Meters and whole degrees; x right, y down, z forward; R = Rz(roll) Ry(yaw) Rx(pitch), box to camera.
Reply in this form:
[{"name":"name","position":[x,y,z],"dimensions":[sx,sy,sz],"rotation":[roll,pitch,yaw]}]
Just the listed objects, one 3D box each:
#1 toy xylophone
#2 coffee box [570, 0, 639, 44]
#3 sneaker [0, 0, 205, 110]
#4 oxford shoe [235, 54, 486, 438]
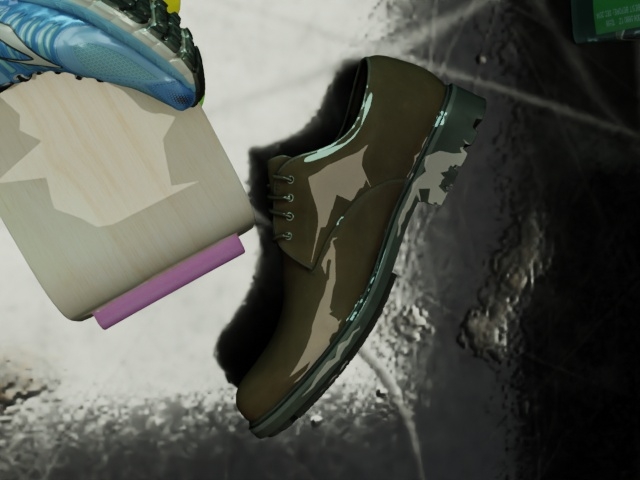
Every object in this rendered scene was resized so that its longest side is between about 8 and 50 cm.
[{"name":"toy xylophone","position":[-0.174,-0.094,0.596],"dimensions":[0.236,0.081,0.322],"rotation":[-21,101,-8]},{"name":"coffee box","position":[0.252,-0.140,0.662],"dimensions":[0.184,0.113,0.040],"rotation":[-7,98,-12]},{"name":"sneaker","position":[-0.131,-0.098,0.541],"dimensions":[0.162,0.063,0.073],"rotation":[24,111,-10]},{"name":"oxford shoe","position":[0.000,0.000,0.652],"dimensions":[0.096,0.083,0.227],"rotation":[28,81,-9]}]
